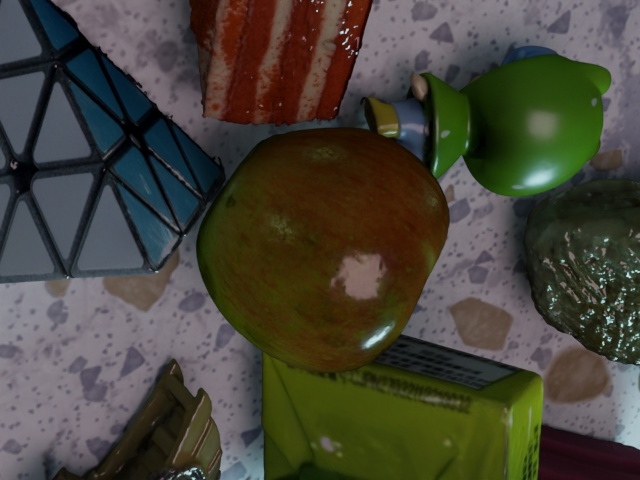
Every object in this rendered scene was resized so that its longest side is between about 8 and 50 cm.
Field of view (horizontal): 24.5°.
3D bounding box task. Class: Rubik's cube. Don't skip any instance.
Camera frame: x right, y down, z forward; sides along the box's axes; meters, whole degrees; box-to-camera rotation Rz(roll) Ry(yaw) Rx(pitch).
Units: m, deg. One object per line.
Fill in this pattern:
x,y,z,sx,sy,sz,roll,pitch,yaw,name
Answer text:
-0.217,-0.061,1.334,0.228,0.229,0.233,108,2,-63,Rubik's cube

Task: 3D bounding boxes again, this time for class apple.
0.000,0.000,1.435,0.226,0.246,0.246,27,103,2,apple

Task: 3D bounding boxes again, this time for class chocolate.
0.087,0.241,1.567,0.137,0.301,0.289,-31,127,-51,chocolate

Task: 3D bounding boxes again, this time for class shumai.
0.356,0.003,1.709,0.260,0.222,0.225,20,137,-6,shumai

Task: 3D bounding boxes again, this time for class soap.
0.308,0.326,1.788,0.359,0.233,0.128,19,107,-36,soap

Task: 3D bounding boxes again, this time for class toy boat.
-0.260,0.323,1.537,0.445,0.136,0.162,-52,133,-1,toy boat

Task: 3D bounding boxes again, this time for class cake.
-0.049,-0.248,1.340,0.158,0.159,0.262,-4,134,-21,cake

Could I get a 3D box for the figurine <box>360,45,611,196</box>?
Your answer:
0.174,-0.120,1.532,0.263,0.143,0.162,-8,123,-13,figurine
